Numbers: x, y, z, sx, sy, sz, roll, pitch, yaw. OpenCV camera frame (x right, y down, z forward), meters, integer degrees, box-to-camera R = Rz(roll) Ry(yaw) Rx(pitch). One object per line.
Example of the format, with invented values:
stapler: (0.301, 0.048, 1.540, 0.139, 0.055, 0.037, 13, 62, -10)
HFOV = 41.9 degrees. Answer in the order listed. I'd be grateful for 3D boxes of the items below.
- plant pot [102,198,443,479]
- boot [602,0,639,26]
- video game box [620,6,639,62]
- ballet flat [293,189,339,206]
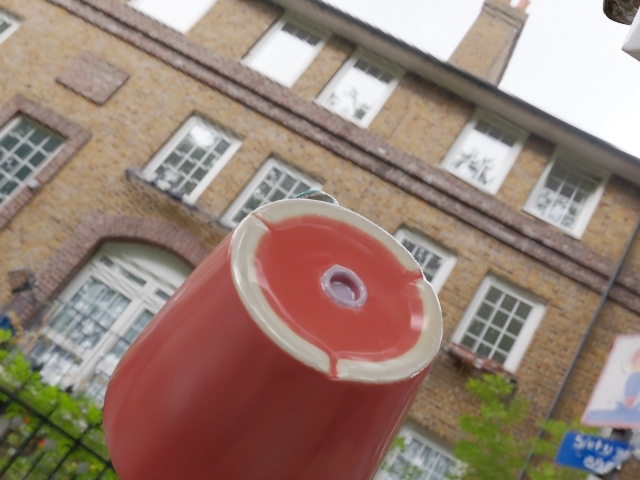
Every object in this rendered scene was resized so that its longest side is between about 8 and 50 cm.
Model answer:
plant pot: (-0.032, 0.113, 0.756, 0.275, 0.275, 0.243, 34, -52, 2)
boot: (0.389, -0.275, 0.975, 0.219, 0.082, 0.106, 11, 34, -53)
video game box: (0.423, -0.245, 0.856, 0.187, 0.205, 0.048, 23, 3, -29)
ballet flat: (0.000, 0.000, 1.132, 0.213, 0.072, 0.068, 86, -17, -70)
